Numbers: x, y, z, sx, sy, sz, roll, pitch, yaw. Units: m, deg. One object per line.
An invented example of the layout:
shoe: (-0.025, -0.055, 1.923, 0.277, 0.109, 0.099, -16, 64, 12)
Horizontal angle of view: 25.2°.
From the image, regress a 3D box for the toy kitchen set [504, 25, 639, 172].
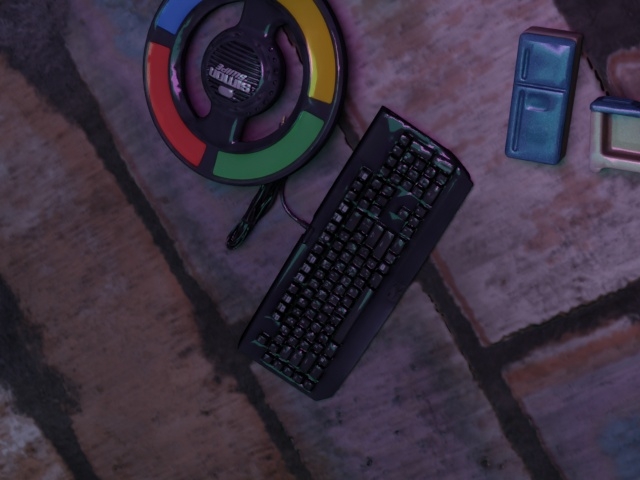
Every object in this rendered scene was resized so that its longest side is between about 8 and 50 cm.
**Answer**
toy kitchen set: (0.260, -0.105, 1.263, 0.207, 0.166, 0.122, 11, 109, 18)

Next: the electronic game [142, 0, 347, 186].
electronic game: (-0.078, -0.168, 1.425, 0.229, 0.048, 0.229, 3, 98, 25)

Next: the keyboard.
keyboard: (0.000, 0.000, 1.471, 0.201, 0.033, 0.317, 35, 114, 9)
